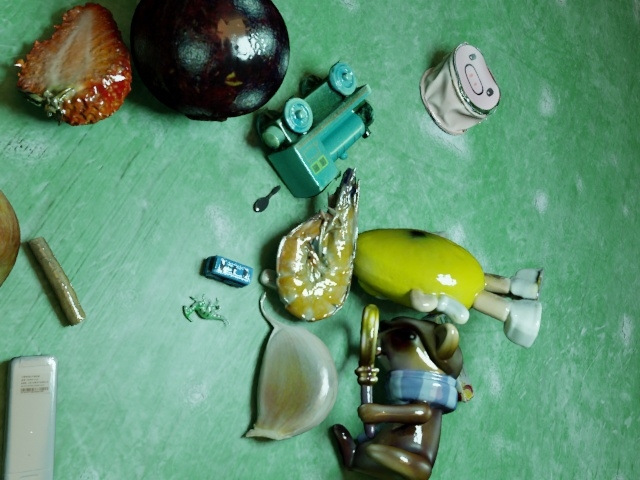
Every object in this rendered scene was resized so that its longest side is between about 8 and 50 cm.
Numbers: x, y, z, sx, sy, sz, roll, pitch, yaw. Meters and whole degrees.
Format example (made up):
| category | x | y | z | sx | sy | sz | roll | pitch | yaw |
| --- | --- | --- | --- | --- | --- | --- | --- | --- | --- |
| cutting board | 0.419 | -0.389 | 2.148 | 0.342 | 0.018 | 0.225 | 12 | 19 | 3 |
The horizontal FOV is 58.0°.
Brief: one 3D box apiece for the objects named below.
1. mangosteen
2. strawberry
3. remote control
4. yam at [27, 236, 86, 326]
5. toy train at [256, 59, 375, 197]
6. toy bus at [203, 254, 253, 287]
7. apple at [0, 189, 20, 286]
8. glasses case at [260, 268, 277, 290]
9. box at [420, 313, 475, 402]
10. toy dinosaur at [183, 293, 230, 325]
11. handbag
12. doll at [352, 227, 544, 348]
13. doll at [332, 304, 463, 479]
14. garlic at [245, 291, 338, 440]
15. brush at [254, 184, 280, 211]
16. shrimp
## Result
| category | x | y | z | sx | sy | sz | roll | pitch | yaw |
| --- | --- | --- | --- | --- | --- | --- | --- | --- | --- |
| mangosteen | -0.186 | -0.346 | 0.986 | 0.288 | 0.288 | 0.287 | 10 | 73 | -33 |
| strawberry | -0.382 | -0.270 | 0.950 | 0.175 | 0.106 | 0.235 | 23 | 58 | 12 |
| remote control | -0.415 | 0.296 | 0.823 | 0.067 | 0.029 | 0.260 | 5 | 78 | -35 |
| yam | -0.403 | 0.062 | 0.885 | 0.032 | 0.032 | 0.145 | -30 | 95 | -37 |
| toy train | 0.005 | -0.239 | 1.204 | 0.298 | 0.120 | 0.194 | -47 | 113 | -34 |
| toy bus | -0.167 | 0.056 | 1.045 | 0.083 | 0.046 | 0.038 | 23 | 66 | -30 |
| apple | -0.499 | -0.004 | 0.729 | 0.188 | 0.211 | 0.211 | 36 | 56 | 8 |
| glasses case | -0.079 | 0.082 | 1.115 | 0.083 | 0.021 | 0.032 | 28 | 65 | -27 |
| box | 0.288 | 0.266 | 1.311 | 0.041 | 0.050 | 0.207 | -20 | 90 | -38 |
| toy dinosaur | -0.202 | 0.130 | 1.018 | 0.062 | 0.021 | 0.083 | -34 | 95 | -29 |
| handbag | 0.363 | -0.387 | 1.489 | 0.179 | 0.116 | 0.205 | -34 | 97 | -37 |
| doll | 0.271 | 0.069 | 1.203 | 0.348 | 0.423 | 0.161 | -14 | 128 | -44 |
| doll | 0.154 | 0.310 | 1.123 | 0.318 | 0.209 | 0.339 | 46 | 59 | -56 |
| garlic | -0.040 | 0.231 | 1.073 | 0.149 | 0.129 | 0.266 | 22 | 55 | -42 |
| brush | -0.104 | -0.084 | 1.148 | 0.024 | 0.008 | 0.083 | 49 | 56 | -14 |
| shrimp | 0.000 | 0.000 | 1.114 | 0.164 | 0.062 | 0.316 | 18 | 81 | -30 |
